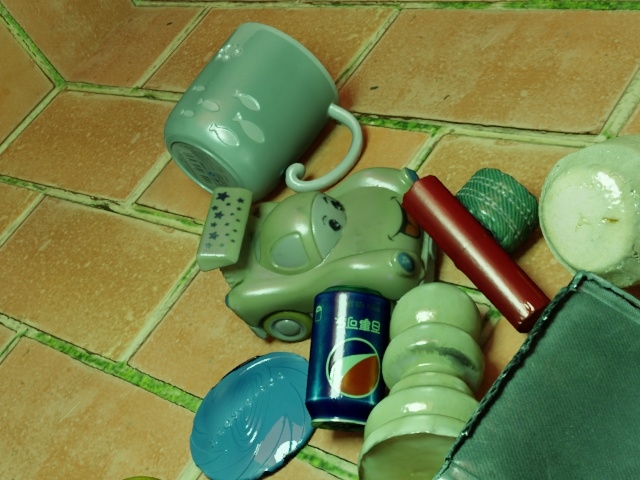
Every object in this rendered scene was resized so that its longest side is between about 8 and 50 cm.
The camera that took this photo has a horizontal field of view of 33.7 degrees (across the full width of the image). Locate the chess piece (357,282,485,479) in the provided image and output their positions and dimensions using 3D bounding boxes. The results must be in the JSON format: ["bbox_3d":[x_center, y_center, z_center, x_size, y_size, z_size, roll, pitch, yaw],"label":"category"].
[{"bbox_3d":[0.154,0.195,1.444,0.182,0.182,0.330,-18,35,22],"label":"chess piece"}]

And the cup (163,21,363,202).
[{"bbox_3d":[-0.101,-0.206,2.018,0.357,0.259,0.274,30,69,17],"label":"cup"}]

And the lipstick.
[{"bbox_3d":[0.228,0.019,1.547,0.073,0.073,0.279,-38,63,-3],"label":"lipstick"}]

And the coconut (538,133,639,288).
[{"bbox_3d":[0.423,-0.045,1.444,0.234,0.224,0.224,-17,24,-37],"label":"coconut"}]

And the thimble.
[{"bbox_3d":[0.268,-0.044,1.629,0.090,0.118,0.135,-43,40,-12],"label":"thimble"}]

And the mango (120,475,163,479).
[{"bbox_3d":[-0.299,0.429,1.576,0.233,0.111,0.125,-32,22,25],"label":"mango"}]

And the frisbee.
[{"bbox_3d":[-0.107,0.267,1.651,0.242,0.045,0.242,-20,39,18],"label":"frisbee"}]

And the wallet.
[{"bbox_3d":[0.318,0.224,1.268,0.237,0.075,0.342,35,69,11],"label":"wallet"}]

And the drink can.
[{"bbox_3d":[0.040,0.173,1.538,0.118,0.118,0.204,-7,70,33],"label":"drink can"}]

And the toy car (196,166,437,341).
[{"bbox_3d":[0.000,0.000,1.701,0.336,0.226,0.242,-15,42,26],"label":"toy car"}]
